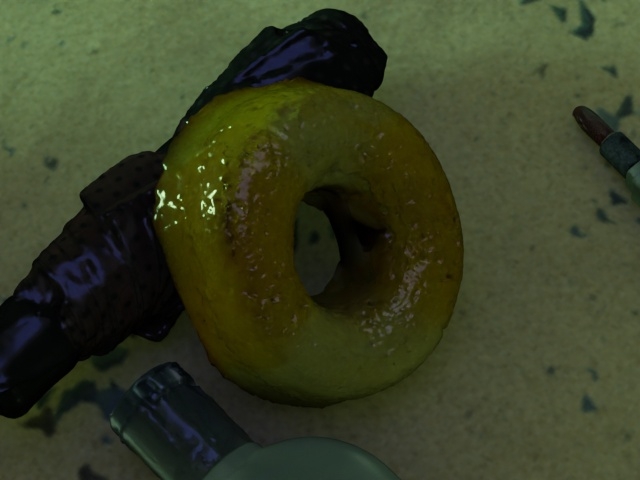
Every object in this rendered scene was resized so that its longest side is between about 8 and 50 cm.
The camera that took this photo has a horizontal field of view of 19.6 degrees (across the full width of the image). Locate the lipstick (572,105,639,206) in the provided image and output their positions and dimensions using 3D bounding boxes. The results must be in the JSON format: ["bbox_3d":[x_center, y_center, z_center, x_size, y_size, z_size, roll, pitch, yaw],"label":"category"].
[{"bbox_3d":[0.188,-0.045,1.111,0.025,0.025,0.107,-35,61,-13],"label":"lipstick"}]

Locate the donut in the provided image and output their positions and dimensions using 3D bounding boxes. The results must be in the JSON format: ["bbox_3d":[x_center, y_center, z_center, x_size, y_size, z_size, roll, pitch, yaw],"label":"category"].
[{"bbox_3d":[0.002,0.000,1.025,0.174,0.074,0.190,-5,89,-28],"label":"donut"}]

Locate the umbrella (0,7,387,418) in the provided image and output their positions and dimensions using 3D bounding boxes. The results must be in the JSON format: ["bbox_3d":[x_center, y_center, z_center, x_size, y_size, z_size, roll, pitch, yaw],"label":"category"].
[{"bbox_3d":[-0.082,-0.017,1.074,0.094,0.090,0.326,34,67,23],"label":"umbrella"}]

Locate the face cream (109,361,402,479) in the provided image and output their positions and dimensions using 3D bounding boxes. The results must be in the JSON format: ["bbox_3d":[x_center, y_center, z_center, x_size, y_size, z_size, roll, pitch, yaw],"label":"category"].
[{"bbox_3d":[-0.001,0.181,0.985,0.144,0.071,0.291,-40,70,-22],"label":"face cream"}]
